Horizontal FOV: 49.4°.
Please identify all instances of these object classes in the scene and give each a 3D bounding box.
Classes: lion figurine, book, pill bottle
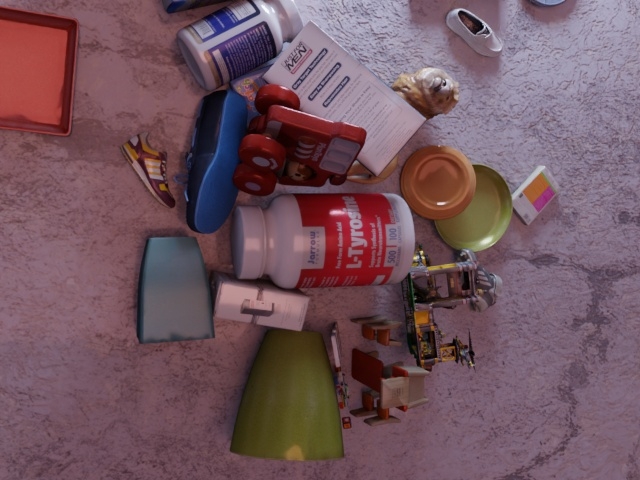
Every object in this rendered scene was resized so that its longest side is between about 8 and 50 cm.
[{"bbox_3d":[0.173,-0.276,1.761,0.240,0.142,0.392,25,103,-26],"label":"lion figurine"},{"bbox_3d":[0.599,-0.125,1.951,0.144,0.035,0.096,-46,110,-7],"label":"book"},{"bbox_3d":[0.000,0.000,1.673,0.408,0.229,0.228,-2,97,-17],"label":"pill bottle"},{"bbox_3d":[-0.181,-0.467,1.600,0.265,0.153,0.153,-31,104,-12],"label":"pill bottle"}]

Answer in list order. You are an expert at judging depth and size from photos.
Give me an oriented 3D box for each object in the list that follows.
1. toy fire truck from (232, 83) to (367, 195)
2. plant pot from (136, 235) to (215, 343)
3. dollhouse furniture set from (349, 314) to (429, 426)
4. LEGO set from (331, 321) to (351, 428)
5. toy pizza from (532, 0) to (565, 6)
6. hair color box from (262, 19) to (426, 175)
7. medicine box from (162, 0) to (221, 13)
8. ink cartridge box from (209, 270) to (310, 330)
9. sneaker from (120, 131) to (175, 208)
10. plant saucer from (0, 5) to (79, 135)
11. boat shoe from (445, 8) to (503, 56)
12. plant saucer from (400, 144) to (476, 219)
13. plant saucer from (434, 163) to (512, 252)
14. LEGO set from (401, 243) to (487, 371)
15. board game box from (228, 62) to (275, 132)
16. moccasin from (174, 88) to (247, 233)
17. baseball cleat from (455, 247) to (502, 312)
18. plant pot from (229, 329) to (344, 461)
[{"bbox_3d":[-0.049,-0.195,1.563,0.254,0.302,0.169,17,66,-6],"label":"toy fire truck"},{"bbox_3d":[-0.343,0.109,1.619,0.166,0.166,0.234,-2,89,-17],"label":"plant pot"},{"bbox_3d":[0.145,0.338,1.744,0.135,0.259,0.261,-2,96,-27],"label":"dollhouse furniture set"},{"bbox_3d":[0.039,0.342,1.753,0.060,0.182,0.244,-10,94,4],"label":"LEGO set"},{"bbox_3d":[0.612,-0.733,1.883,0.201,0.032,0.201,-3,98,-18],"label":"toy pizza"},{"bbox_3d":[0.055,-0.323,1.612,0.347,0.105,0.174,41,95,-1],"label":"hair color box"},{"bbox_3d":[-0.238,-0.679,1.559,0.289,0.149,0.263,-17,101,-15],"label":"medicine box"},{"bbox_3d":[-0.156,0.143,1.677,0.218,0.158,0.092,13,93,-18],"label":"ink cartridge box"},{"bbox_3d":[-0.379,-0.162,1.617,0.084,0.069,0.185,-36,106,-5],"label":"sneaker"},{"bbox_3d":[-0.669,-0.370,1.513,0.259,0.048,0.259,5,96,-18],"label":"plant saucer"},{"bbox_3d":[0.414,-0.547,1.825,0.184,0.063,0.066,36,85,-18],"label":"boat shoe"},{"bbox_3d":[0.309,-0.153,1.819,0.200,0.037,0.199,0,87,1],"label":"plant saucer"},{"bbox_3d":[0.408,-0.088,1.892,0.241,0.037,0.240,-2,97,-18],"label":"plant saucer"},{"bbox_3d":[0.320,0.167,1.782,0.192,0.255,0.331,-8,90,-1],"label":"LEGO set"},{"bbox_3d":[-0.099,-0.351,1.699,0.212,0.039,0.160,-23,103,-14],"label":"board game box"},{"bbox_3d":[-0.254,-0.182,1.632,0.138,0.117,0.341,28,73,-53],"label":"moccasin"},{"bbox_3d":[0.436,0.095,1.906,0.109,0.072,0.205,-28,120,-19],"label":"baseball cleat"},{"bbox_3d":[-0.074,0.368,1.699,0.275,0.275,0.293,6,79,-18],"label":"plant pot"}]
